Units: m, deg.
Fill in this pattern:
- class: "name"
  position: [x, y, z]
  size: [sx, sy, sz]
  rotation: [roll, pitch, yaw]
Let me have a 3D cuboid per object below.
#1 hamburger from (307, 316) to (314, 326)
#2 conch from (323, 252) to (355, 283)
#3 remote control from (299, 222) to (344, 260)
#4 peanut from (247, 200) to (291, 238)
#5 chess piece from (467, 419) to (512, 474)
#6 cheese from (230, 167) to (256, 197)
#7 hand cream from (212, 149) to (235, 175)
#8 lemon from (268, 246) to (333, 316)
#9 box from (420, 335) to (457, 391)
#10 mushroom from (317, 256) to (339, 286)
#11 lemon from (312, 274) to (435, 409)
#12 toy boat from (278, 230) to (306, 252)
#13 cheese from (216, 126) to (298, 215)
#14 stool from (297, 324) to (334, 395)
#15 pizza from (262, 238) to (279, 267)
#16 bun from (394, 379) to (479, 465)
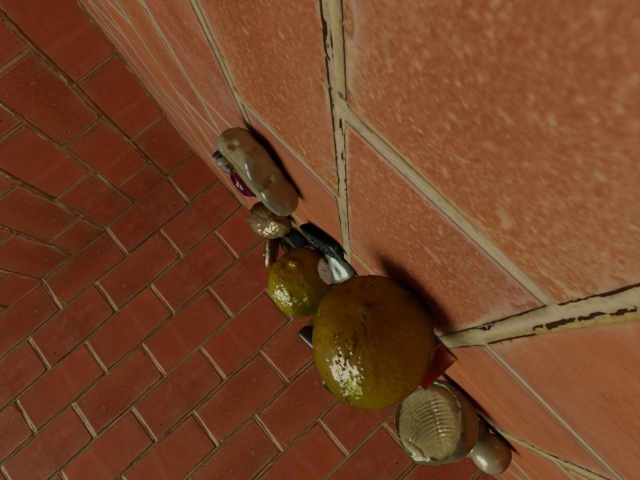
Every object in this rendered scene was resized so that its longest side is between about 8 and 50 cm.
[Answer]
- class: "hamburger"
  position: [0.166, 0.506, 2.111]
  size: [0.445, 0.268, 0.287]
  rotation: [58, 171, -31]
- class: "conch"
  position: [0.068, 0.105, 1.372]
  size: [0.180, 0.065, 0.088]
  rotation: [55, 174, -4]
- class: "remote control"
  position: [0.000, 0.000, 1.314]
  size: [0.072, 0.042, 0.222]
  rotation: [53, 170, -33]
- class: "peanut"
  position: [-0.206, -0.078, 1.763]
  size: [0.153, 0.140, 0.325]
  rotation: [32, 176, -26]
- class: "chess piece"
  position: [0.475, 0.632, 1.449]
  size: [0.300, 0.167, 0.167]
  rotation: [35, 165, 45]
- class: "cheese"
  position: [-0.307, -0.238, 1.811]
  size: [0.155, 0.062, 0.244]
  rotation: [51, -174, -6]
- class: "hand cream"
  position: [-0.365, -0.284, 1.937]
  size: [0.276, 0.059, 0.095]
  rotation: [48, 177, -38]
- class: "lemon"
  position: [-0.064, 0.170, 1.722]
  size: [0.268, 0.268, 0.321]
  rotation: [41, 165, 45]
- class: "box"
  position: [0.224, 0.258, 1.070]
  size: [0.175, 0.112, 0.048]
  rotation: [47, 172, 7]
- class: "mushroom"
  position: [0.053, 0.124, 1.523]
  size: [0.094, 0.072, 0.210]
  rotation: [22, -172, -29]
- class: "lemon"
  position: [0.105, 0.214, 0.923]
  size: [0.258, 0.258, 0.309]
  rotation: [42, 147, 42]
- class: "toy boat"
  position: [-0.124, 0.011, 1.967]
  size: [0.136, 0.079, 0.392]
  rotation: [47, 172, -6]
- class: "cheese"
  position: [-0.144, -0.164, 1.111]
  size: [0.159, 0.093, 0.263]
  rotation: [47, 175, 34]
- class: "stool"
  position: [0.130, 0.358, 1.490]
  size: [0.226, 0.311, 0.310]
  rotation: [54, 178, 41]
- class: "pizza"
  position: [-0.227, -0.044, 2.063]
  size: [0.287, 0.074, 0.251]
  rotation: [-89, 4, -53]
- class: "bun"
  position: [0.365, 0.558, 1.366]
  size: [0.152, 0.259, 0.259]
  rotation: [32, -175, -38]
